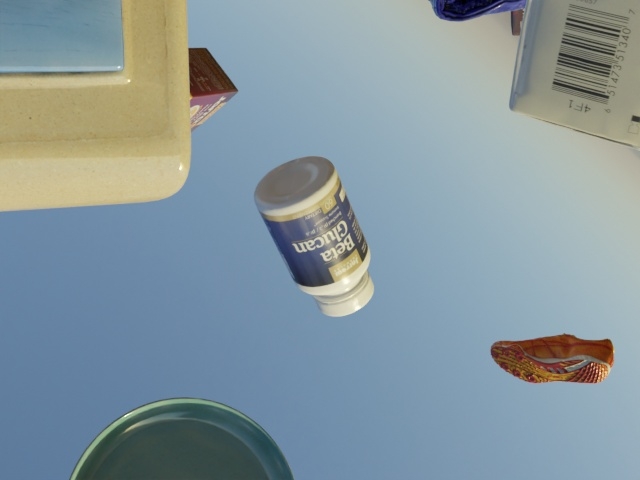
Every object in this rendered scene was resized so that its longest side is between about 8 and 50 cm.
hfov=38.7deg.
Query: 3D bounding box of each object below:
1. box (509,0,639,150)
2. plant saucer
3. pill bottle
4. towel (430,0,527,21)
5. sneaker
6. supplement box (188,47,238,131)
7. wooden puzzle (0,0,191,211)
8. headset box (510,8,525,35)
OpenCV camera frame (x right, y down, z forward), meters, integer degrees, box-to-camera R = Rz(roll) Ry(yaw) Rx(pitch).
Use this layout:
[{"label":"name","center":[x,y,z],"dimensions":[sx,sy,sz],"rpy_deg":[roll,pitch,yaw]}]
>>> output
[{"label":"box","center":[0.229,-0.172,0.634],"dimensions":[0.094,0.113,0.275],"rpy_deg":[21,-144,23]},{"label":"plant saucer","center":[-0.185,0.372,1.221],"dimensions":[0.317,0.317,0.044],"rpy_deg":[44,156,0]},{"label":"pill bottle","center":[0.000,0.000,1.004],"dimensions":[0.094,0.094,0.169],"rpy_deg":[-109,-5,-57]},{"label":"towel","center":[0.245,-0.349,1.173],"dimensions":[0.308,0.227,0.076],"rpy_deg":[-85,-12,-69]},{"label":"sneaker","center":[0.326,0.163,1.283],"dimensions":[0.067,0.175,0.064],"rpy_deg":[-53,-44,-44]},{"label":"supplement box","center":[-0.198,-0.194,1.211],"dimensions":[0.081,0.104,0.188],"rpy_deg":[52,-161,-1]},{"label":"wooden puzzle","center":[-0.222,-0.169,0.446],"dimensions":[0.322,0.348,0.080],"rpy_deg":[-5,-160,-19]},{"label":"headset box","center":[0.486,-0.456,1.658],"dimensions":[0.293,0.110,0.218],"rpy_deg":[8,-144,24]}]
